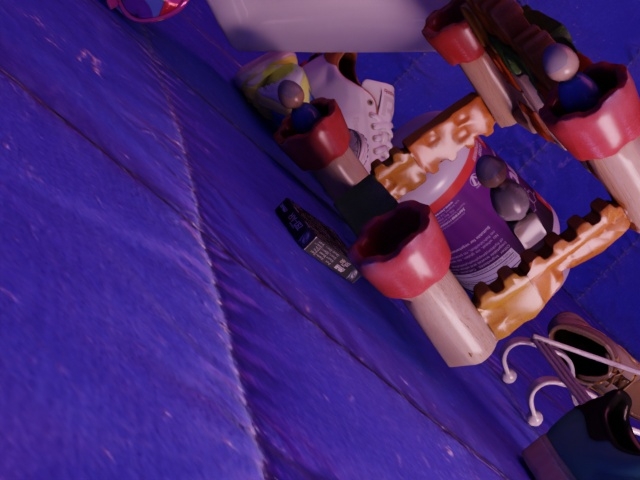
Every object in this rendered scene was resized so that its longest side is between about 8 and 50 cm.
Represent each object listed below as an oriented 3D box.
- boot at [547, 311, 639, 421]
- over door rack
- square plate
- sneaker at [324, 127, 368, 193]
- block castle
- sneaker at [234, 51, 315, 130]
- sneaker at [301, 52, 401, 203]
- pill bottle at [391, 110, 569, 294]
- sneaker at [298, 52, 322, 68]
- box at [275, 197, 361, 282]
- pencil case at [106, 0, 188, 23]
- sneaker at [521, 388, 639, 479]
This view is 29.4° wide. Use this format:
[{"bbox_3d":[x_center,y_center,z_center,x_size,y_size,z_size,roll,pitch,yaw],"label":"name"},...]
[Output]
[{"bbox_3d":[0.490,0.225,2.060,0.262,0.095,0.203,44,9,8],"label":"boot"},{"bbox_3d":[0.377,0.209,1.351,0.324,0.108,0.239,9,18,-11],"label":"over door rack"},{"bbox_3d":[0.006,-0.338,1.444,0.344,0.049,0.347,2,-25,17],"label":"square plate"},{"bbox_3d":[0.026,-0.102,1.559,0.058,0.052,0.135,25,39,-26],"label":"sneaker"},{"bbox_3d":[0.134,-0.103,1.251,0.212,0.303,0.453,53,3,-24],"label":"block castle"},{"bbox_3d":[-0.048,-0.179,1.630,0.126,0.091,0.240,61,2,-19],"label":"sneaker"},{"bbox_3d":[0.062,-0.144,1.664,0.290,0.123,0.106,63,18,20],"label":"sneaker"},{"bbox_3d":[0.229,-0.035,1.812,0.323,0.181,0.181,39,11,-30],"label":"pill bottle"},{"bbox_3d":[0.003,-0.217,1.892,0.125,0.104,0.262,47,10,-3],"label":"sneaker"},{"bbox_3d":[0.000,0.000,1.171,0.083,0.018,0.067,35,13,-46],"label":"box"},{"bbox_3d":[-0.216,-0.328,1.448,0.104,0.104,0.236,40,9,-24],"label":"pencil case"},{"bbox_3d":[0.302,0.251,1.047,0.108,0.121,0.302,33,15,-50],"label":"sneaker"}]
